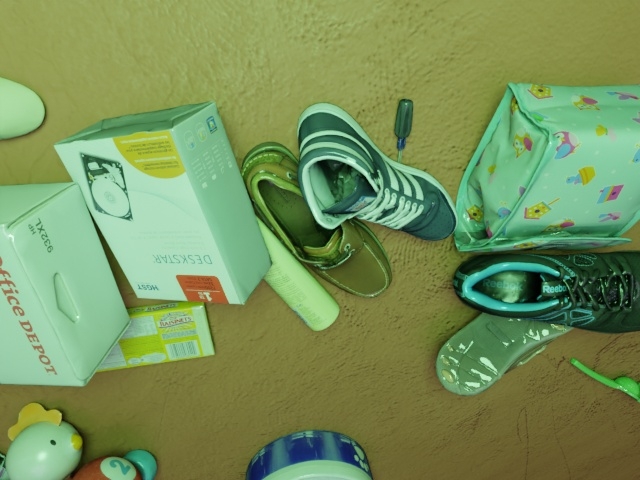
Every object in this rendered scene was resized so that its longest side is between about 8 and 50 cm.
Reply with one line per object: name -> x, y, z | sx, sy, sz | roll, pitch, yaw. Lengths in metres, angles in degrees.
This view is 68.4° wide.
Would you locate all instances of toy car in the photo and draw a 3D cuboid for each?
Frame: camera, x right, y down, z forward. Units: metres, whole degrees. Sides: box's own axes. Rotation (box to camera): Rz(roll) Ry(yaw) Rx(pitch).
toy car -> -0.434, 0.382, 0.799 | 0.211, 0.219, 0.237 | -23, 91, 4

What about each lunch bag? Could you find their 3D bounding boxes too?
lunch bag -> 0.328, -0.071, 0.657 | 0.224, 0.160, 0.262 | -2, 137, -12

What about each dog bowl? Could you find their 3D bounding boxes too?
dog bowl -> -0.021, 0.514, 0.958 | 0.265, 0.104, 0.264 | -3, 119, -6

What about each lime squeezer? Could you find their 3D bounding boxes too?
lime squeezer -> 0.654, 0.283, 0.960 | 0.311, 0.058, 0.109 | -2, 119, -6

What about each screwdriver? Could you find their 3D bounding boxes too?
screwdriver -> 0.113, -0.120, 0.679 | 0.024, 0.025, 0.169 | -3, 128, -8

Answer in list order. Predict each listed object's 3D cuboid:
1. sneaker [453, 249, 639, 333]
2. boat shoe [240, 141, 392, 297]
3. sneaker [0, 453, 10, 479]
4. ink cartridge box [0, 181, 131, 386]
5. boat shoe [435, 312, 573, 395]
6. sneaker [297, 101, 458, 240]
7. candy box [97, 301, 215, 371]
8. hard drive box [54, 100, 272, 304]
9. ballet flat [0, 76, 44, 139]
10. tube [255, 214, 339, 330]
sneaker -> 0.366, 0.078, 0.681 | 0.341, 0.140, 0.124 | -3, 88, 19
boat shoe -> 0.000, 0.000, 0.674 | 0.111, 0.104, 0.307 | -41, 117, 14
sneaker -> -0.568, 0.403, 0.854 | 0.069, 0.038, 0.098 | 1, 128, -11
ink cartridge box -> -0.432, 0.056, 0.585 | 0.308, 0.129, 0.223 | -1, 119, 10
boat shoe -> 0.337, 0.149, 0.817 | 0.325, 0.123, 0.116 | -34, 152, 1
sneaker -> 0.081, -0.052, 0.619 | 0.282, 0.153, 0.099 | 34, 121, -21
candy box -> -0.283, 0.155, 0.762 | 0.206, 0.027, 0.105 | -7, 117, -5
hard drive box -> -0.186, -0.039, 0.594 | 0.181, 0.089, 0.232 | -1, 123, 25
ballet flat -> -0.458, -0.150, 0.534 | 0.249, 0.086, 0.086 | 3, 118, -10
tube -> -0.060, 0.042, 0.714 | 0.070, 0.062, 0.240 | -37, 118, 8
